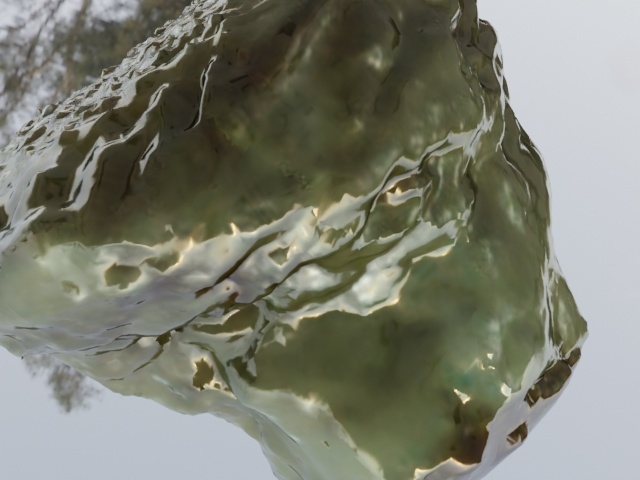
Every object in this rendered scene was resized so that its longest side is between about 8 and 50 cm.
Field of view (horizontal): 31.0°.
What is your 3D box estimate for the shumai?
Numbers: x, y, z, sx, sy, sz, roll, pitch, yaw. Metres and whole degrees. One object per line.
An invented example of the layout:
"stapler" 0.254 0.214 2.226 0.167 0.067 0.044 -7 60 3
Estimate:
"shumai" 0.000 0.000 0.695 0.323 0.324 0.397 52 -143 -15
